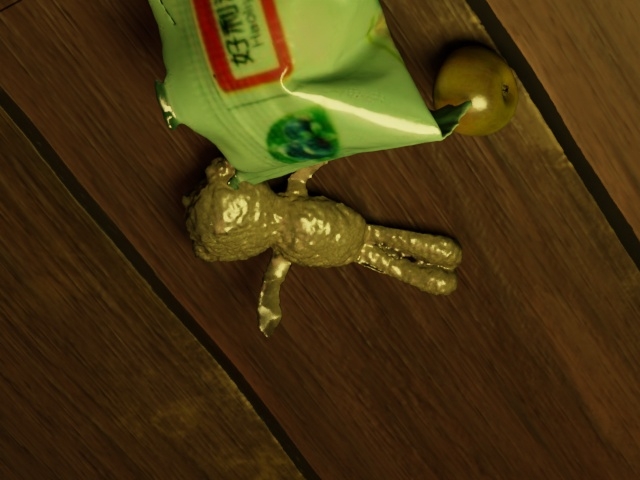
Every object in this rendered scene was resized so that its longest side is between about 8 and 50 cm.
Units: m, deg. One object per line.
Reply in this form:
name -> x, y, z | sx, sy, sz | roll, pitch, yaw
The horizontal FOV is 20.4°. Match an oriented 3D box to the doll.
doll -> 0.002, -0.016, 1.886 | 0.286, 0.091, 0.203 | -9, 118, 5

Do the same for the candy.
candy -> -0.049, -0.238, 1.665 | 0.263, 0.172, 0.398 | -10, 113, 33

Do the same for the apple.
apple -> 0.152, -0.147, 1.744 | 0.074, 0.089, 0.089 | -2, 129, 34
